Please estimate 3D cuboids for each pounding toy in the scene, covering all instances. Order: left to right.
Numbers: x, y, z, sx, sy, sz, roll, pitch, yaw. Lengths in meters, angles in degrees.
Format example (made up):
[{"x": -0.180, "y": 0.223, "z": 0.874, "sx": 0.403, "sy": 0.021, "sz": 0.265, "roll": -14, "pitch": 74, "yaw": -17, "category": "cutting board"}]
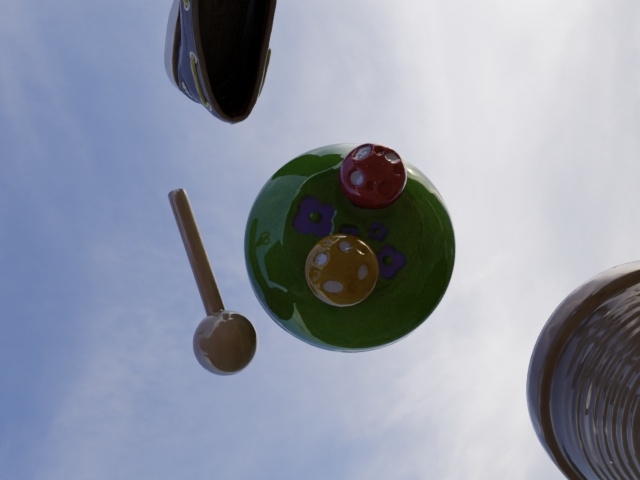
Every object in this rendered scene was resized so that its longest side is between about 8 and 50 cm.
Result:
[{"x": 0.000, "y": 0.000, "z": 0.487, "sx": 0.237, "sy": 0.110, "sz": 0.183, "roll": -14, "pitch": -103, "yaw": -5, "category": "pounding toy"}]

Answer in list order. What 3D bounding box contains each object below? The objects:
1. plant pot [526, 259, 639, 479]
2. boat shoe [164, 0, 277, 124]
[{"x": 0.310, "y": 0.139, "z": 0.524, "sx": 0.237, "sy": 0.110, "sz": 0.237, "roll": 0, "pitch": -83, "yaw": -4, "category": "plant pot"}, {"x": -0.087, "y": -0.268, "z": 0.589, "sx": 0.117, "sy": 0.097, "sz": 0.324, "roll": -17, "pitch": -43, "yaw": -34, "category": "boat shoe"}]
